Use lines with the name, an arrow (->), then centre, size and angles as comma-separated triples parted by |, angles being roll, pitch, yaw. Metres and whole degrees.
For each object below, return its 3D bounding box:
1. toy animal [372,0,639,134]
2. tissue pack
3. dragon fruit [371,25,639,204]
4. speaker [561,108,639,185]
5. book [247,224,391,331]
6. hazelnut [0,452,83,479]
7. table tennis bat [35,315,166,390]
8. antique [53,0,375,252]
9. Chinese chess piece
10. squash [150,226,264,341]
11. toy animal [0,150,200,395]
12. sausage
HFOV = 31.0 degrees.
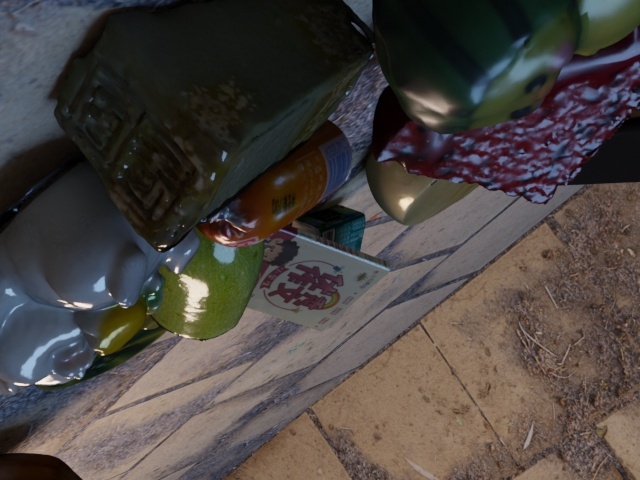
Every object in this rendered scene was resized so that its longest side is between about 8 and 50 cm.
toy animal -> 0.179, -0.233, 0.966 | 0.338, 0.191, 0.216 | -39, 167, -10
tissue pack -> -0.001, 0.000, 1.643 | 0.111, 0.079, 0.085 | -21, 126, -50
dragon fruit -> 0.255, -0.174, 1.211 | 0.330, 0.240, 0.302 | -23, -152, 33
speaker -> 0.352, -0.176, 1.376 | 0.231, 0.192, 0.153 | -2, 152, 40
book -> -0.042, 0.047, 1.558 | 0.232, 0.022, 0.162 | 21, 132, -33
hazelnut -> -0.476, 0.468, 1.666 | 0.373, 0.315, 0.372 | -3, 165, -1
table tennis bat -> -0.246, 0.109, 1.502 | 0.321, 0.050, 0.198 | -36, 166, 27
antique -> -0.062, -0.121, 0.948 | 0.284, 0.150, 0.125 | -32, 169, -47
Chinese chess piece -> 0.176, -0.126, 1.567 | 0.251, 0.097, 0.251 | -33, 167, -9
squash -> -0.123, 0.011, 1.243 | 0.133, 0.132, 0.247 | -29, 167, -21
toy animal -> -0.233, 0.040, 1.047 | 0.208, 0.154, 0.325 | -40, -178, -28
sausage -> -0.050, -0.056, 1.112 | 0.093, 0.093, 0.312 | -39, -179, 21
